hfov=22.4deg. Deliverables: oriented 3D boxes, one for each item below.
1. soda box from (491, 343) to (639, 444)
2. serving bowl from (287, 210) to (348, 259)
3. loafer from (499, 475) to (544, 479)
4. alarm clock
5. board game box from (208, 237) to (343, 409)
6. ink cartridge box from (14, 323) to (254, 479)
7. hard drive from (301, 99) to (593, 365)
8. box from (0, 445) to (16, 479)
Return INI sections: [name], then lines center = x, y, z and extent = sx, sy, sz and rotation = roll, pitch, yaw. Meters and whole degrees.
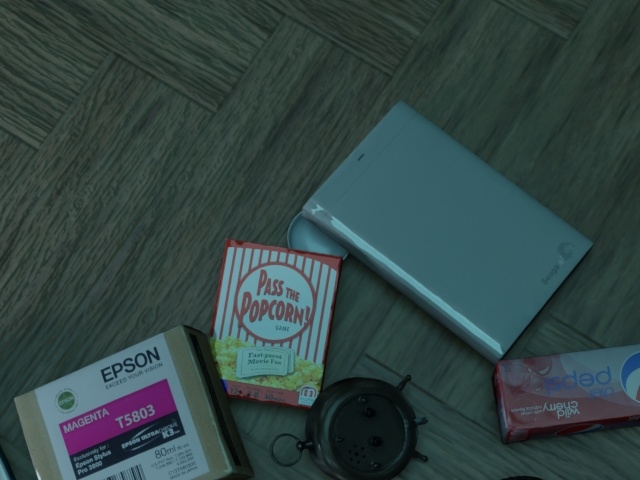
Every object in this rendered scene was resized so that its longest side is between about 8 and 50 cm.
[soda box]
center = 0.344, 0.179, 1.949
extent = 0.263, 0.083, 0.092
rotation = -7, 73, -1
[serving bowl]
center = 0.000, 0.000, 2.041
extent = 0.083, 0.027, 0.083
rotation = -1, 73, 2
[loafer]
center = 0.183, 0.345, 1.886
extent = 0.220, 0.080, 0.078
rotation = -30, 94, 26
[alarm clock]
center = 0.032, 0.233, 1.929
extent = 0.192, 0.064, 0.129
rotation = -12, 90, -13
[board game box]
center = -0.059, 0.104, 1.988
extent = 0.147, 0.045, 0.193
rotation = 8, 83, 4
[ink cartridge box]
center = -0.223, 0.233, 1.922
extent = 0.235, 0.088, 0.193
rotation = -24, 74, 9
[hard drive]
center = 0.159, -0.014, 2.019
extent = 0.307, 0.040, 0.203
rotation = 38, 69, 11
[box]
center = -0.439, 0.260, 1.957
extent = 0.101, 0.060, 0.244
rotation = -26, 74, -6
